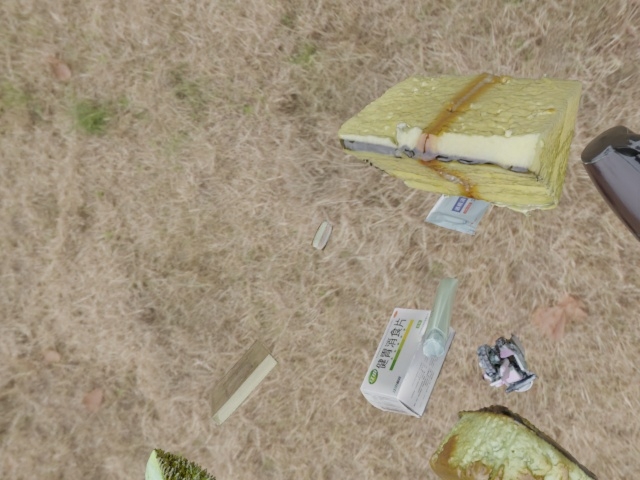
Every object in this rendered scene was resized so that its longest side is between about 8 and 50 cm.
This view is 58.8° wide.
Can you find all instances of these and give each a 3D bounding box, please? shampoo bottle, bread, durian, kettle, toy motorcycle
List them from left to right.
[{"bbox_3d":[-0.167,0.393,0.777,0.096,0.137,0.220,-19,60,5],"label":"durian"},{"bbox_3d":[0.000,0.000,1.604,0.043,0.062,0.108,24,137,0],"label":"bread"},{"bbox_3d":[0.270,0.167,1.268,0.049,0.212,0.072,18,132,10],"label":"shampoo bottle"},{"bbox_3d":[0.181,-0.105,0.761,0.264,0.236,0.198,11,119,30],"label":"bread"},{"bbox_3d":[0.594,0.406,1.815,0.143,0.327,0.187,-34,71,25],"label":"toy motorcycle"},{"bbox_3d":[0.165,0.202,0.474,0.128,0.140,0.069,37,71,5],"label":"bread"},{"bbox_3d":[0.635,-0.116,1.125,0.232,0.202,0.144,42,93,-11],"label":"kettle"}]

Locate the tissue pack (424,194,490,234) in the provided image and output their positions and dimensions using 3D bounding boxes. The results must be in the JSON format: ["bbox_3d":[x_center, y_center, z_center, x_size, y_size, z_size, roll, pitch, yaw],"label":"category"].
[{"bbox_3d":[0.319,-0.096,1.236,0.123,0.026,0.193,11,131,-12],"label":"tissue pack"}]

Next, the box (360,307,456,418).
[{"bbox_3d":[0.287,0.396,1.861,0.145,0.332,0.173,41,154,-29],"label":"box"}]

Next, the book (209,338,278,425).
[{"bbox_3d":[-0.160,0.276,1.145,0.026,0.231,0.161,44,79,-6],"label":"book"}]
